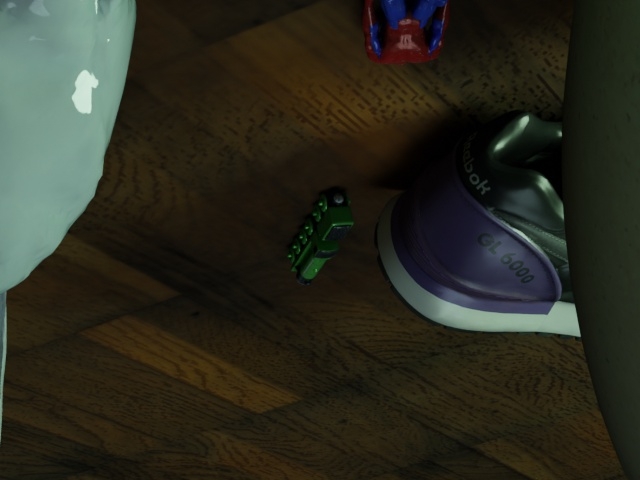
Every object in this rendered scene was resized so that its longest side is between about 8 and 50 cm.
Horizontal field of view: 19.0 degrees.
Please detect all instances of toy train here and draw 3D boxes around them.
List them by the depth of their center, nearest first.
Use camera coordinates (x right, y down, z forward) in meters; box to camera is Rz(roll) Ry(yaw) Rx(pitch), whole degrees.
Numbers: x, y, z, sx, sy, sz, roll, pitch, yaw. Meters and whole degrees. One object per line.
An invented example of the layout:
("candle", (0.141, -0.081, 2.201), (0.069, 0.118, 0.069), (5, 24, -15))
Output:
("toy train", (0.000, 0.000, 1.011), (0.017, 0.024, 0.083), (-5, 157, -18))

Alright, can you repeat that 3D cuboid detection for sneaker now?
("sneaker", (0.179, -0.008, 0.989), (0.283, 0.107, 0.124), (0, 149, -29))

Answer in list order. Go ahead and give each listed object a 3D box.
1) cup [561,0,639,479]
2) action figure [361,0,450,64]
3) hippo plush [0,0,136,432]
("cup", (0.216, -0.059, 0.657), (0.331, 0.331, 0.237), (-19, 132, 16))
("action figure", (0.037, -0.097, 0.787), (0.038, 0.030, 0.115), (-5, 163, -4))
("hippo plush", (-0.159, -0.095, 0.447), (0.236, 0.294, 0.234), (14, -177, -14))
